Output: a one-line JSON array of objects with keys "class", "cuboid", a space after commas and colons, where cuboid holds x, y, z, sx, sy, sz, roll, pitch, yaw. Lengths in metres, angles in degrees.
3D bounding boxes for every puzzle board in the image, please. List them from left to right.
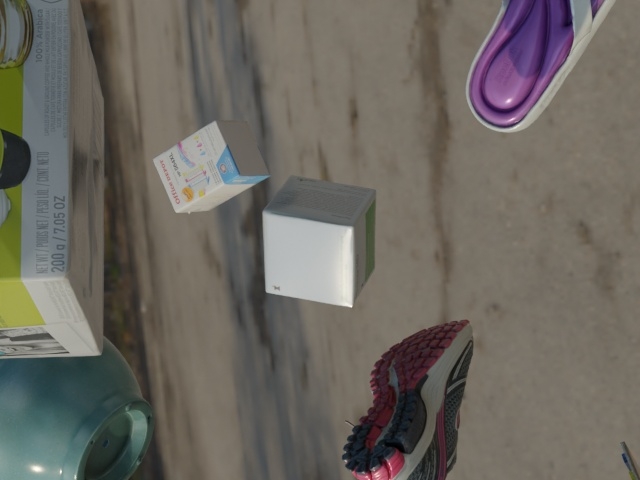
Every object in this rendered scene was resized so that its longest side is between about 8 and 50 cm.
[{"class": "puzzle board", "cuboid": [0.360, 0.291, 1.372, 0.128, 0.011, 0.096, 56, -166, -31]}]

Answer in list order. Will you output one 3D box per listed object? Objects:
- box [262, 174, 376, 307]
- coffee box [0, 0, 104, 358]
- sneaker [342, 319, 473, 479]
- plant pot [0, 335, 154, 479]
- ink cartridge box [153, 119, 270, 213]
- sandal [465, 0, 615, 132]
[{"class": "box", "cuboid": [0.000, 0.000, 1.325, 0.087, 0.102, 0.101, -55, -30, -55]}, {"class": "coffee box", "cuboid": [-0.415, -0.069, 1.362, 0.338, 0.334, 0.338, 102, 166, -73]}, {"class": "sneaker", "cuboid": [0.117, 0.204, 1.493, 0.112, 0.121, 0.299, 53, -141, -19]}, {"class": "plant pot", "cuboid": [-0.381, 0.279, 1.939, 0.196, 0.293, 0.293, 26, 134, 26]}, {"class": "ink cartridge box", "cuboid": [-0.166, -0.103, 1.855, 0.090, 0.143, 0.092, -7, -109, -62]}, {"class": "sandal", "cuboid": [0.304, -0.329, 1.691, 0.169, 0.102, 0.416, 28, 116, 25]}]
